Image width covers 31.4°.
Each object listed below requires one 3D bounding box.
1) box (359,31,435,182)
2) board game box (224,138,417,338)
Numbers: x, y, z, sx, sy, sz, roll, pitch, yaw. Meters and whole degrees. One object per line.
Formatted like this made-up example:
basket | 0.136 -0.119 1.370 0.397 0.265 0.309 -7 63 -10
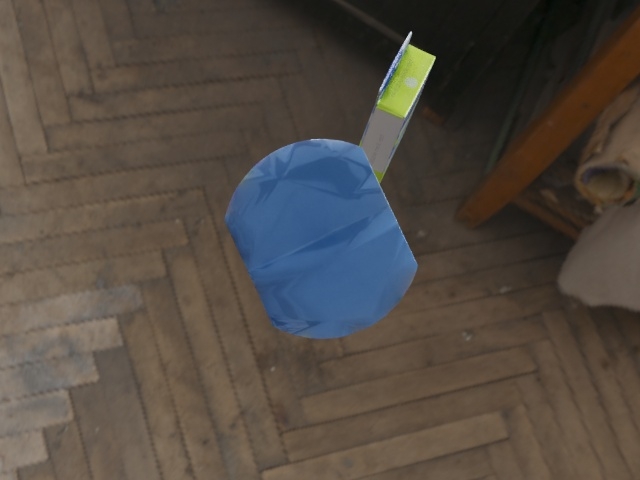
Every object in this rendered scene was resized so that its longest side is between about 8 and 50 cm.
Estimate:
box | 0.082 -0.145 1.334 0.042 0.178 0.109 25 56 3
board game box | 0.000 0.000 0.977 0.133 0.033 0.169 -26 86 4
